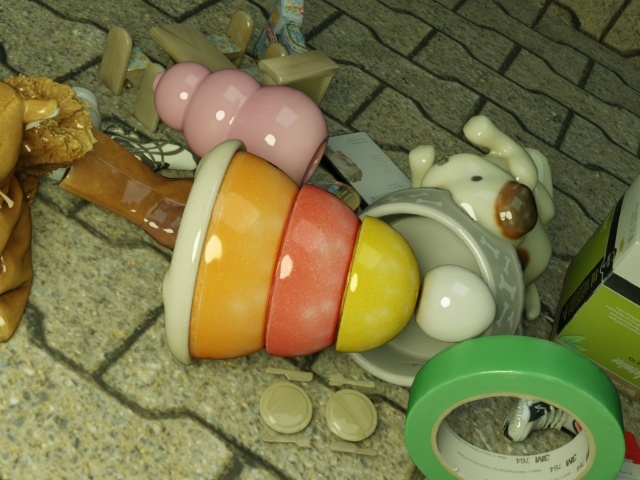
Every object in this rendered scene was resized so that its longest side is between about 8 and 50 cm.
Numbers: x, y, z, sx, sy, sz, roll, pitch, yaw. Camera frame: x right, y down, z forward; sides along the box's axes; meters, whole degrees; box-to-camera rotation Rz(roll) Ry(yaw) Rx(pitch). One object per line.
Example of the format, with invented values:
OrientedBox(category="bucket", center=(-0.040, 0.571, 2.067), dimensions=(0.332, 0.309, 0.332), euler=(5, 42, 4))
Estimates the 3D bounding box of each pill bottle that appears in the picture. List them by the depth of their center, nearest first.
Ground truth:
OrientedBox(category="pill bottle", center=(-0.462, -0.202, 1.479), dimensions=(0.103, 0.103, 0.184), euler=(15, 41, -16))

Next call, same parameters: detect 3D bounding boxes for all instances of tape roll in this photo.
OrientedBox(category="tape roll", center=(0.289, 0.284, 1.215), dimensions=(0.321, 0.321, 0.077), euler=(24, 40, -5))

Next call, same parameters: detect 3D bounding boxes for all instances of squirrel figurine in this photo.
OrientedBox(category="squirrel figurine", center=(-0.496, -0.112, 1.148), dimensions=(0.280, 0.370, 0.397), euler=(22, 39, -7))

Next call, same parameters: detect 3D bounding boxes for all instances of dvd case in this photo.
OrientedBox(category="dvd case", center=(0.108, -0.153, 1.826), dimensions=(0.180, 0.022, 0.253), euler=(-15, 56, -41))

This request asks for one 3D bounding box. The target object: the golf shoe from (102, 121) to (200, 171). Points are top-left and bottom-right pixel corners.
OrientedBox(category="golf shoe", center=(-0.329, -0.152, 1.542), dimensions=(0.198, 0.077, 0.094), euler=(14, 66, -25))

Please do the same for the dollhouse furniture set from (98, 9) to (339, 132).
OrientedBox(category="dollhouse furniture set", center=(-0.192, -0.366, 1.696), dimensions=(0.394, 0.257, 0.362), euler=(46, 42, 20))

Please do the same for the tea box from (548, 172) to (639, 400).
OrientedBox(category="tea box", center=(0.662, 0.082, 1.652), dimensions=(0.220, 0.324, 0.329), euler=(31, 40, 5))

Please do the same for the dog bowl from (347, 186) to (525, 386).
OrientedBox(category="dog bowl", center=(0.158, 0.085, 1.348), dimensions=(0.349, 0.349, 0.102), euler=(43, 24, 17))

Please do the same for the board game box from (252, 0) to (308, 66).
OrientedBox(category="board game box", center=(-0.091, -0.478, 1.927), dimensions=(0.060, 0.194, 0.194), euler=(7, 43, -24))

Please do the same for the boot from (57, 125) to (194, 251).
OrientedBox(category="boot", center=(-0.308, -0.119, 1.455), dimensions=(0.280, 0.096, 0.264), euler=(31, 50, -18))

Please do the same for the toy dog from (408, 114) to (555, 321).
OrientedBox(category="toy dog", center=(0.297, -0.034, 1.542), dimensions=(0.408, 0.284, 0.396), euler=(16, 64, -67))

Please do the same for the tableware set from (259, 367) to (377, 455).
OrientedBox(category="tableware set", center=(-0.006, 0.276, 1.278), dimensions=(0.194, 0.039, 0.128), euler=(10, 54, -13))

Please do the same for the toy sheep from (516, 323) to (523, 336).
OrientedBox(category="toy sheep", center=(0.353, 0.179, 1.560), dimensions=(0.132, 0.091, 0.091), euler=(6, 42, -46))

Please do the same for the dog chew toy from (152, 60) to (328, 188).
OrientedBox(category="dog chew toy", center=(-0.155, -0.217, 1.461), dimensions=(0.331, 0.207, 0.207), euler=(28, 39, 6))

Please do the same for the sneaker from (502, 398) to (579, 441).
OrientedBox(category="sneaker", center=(0.431, 0.313, 1.447), dimensions=(0.153, 0.094, 0.235), euler=(31, 28, 16))

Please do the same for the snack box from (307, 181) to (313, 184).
OrientedBox(category="snack box", center=(-0.071, -0.048, 1.519), dimensions=(0.207, 0.070, 0.175), euler=(9, 35, 0))

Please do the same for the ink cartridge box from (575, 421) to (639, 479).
OrientedBox(category="ink cartridge box", center=(0.499, 0.433, 1.368), dimensions=(0.134, 0.078, 0.231), euler=(15, 41, -17))

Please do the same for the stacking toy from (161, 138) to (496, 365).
OrientedBox(category="stacking toy", center=(0.027, 0.061, 1.221), dimensions=(0.479, 0.351, 0.351), euler=(13, 40, 1))

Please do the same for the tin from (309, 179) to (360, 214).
OrientedBox(category="tin", center=(-0.001, -0.049, 1.445), dimensions=(0.106, 0.040, 0.189), euler=(23, 39, 24))
